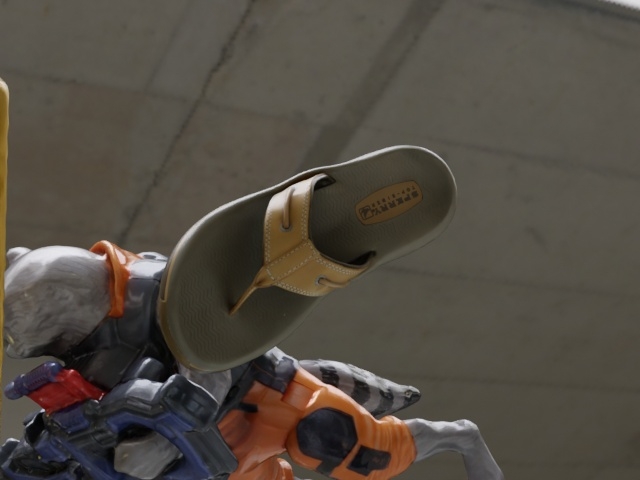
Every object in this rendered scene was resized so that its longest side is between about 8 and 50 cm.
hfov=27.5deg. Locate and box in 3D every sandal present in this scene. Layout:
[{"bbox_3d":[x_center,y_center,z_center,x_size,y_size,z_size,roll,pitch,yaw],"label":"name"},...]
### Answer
[{"bbox_3d":[0.000,0.000,0.633,0.180,0.072,0.049,-28,3,-26],"label":"sandal"}]

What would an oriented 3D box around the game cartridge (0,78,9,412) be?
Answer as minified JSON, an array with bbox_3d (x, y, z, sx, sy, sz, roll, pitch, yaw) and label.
[{"bbox_3d":[-0.252,0.018,0.515,0.053,0.285,0.324,-10,-17,27],"label":"game cartridge"}]

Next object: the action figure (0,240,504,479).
[{"bbox_3d":[-0.092,0.109,0.891,0.330,0.178,0.341,36,-30,-27],"label":"action figure"}]
